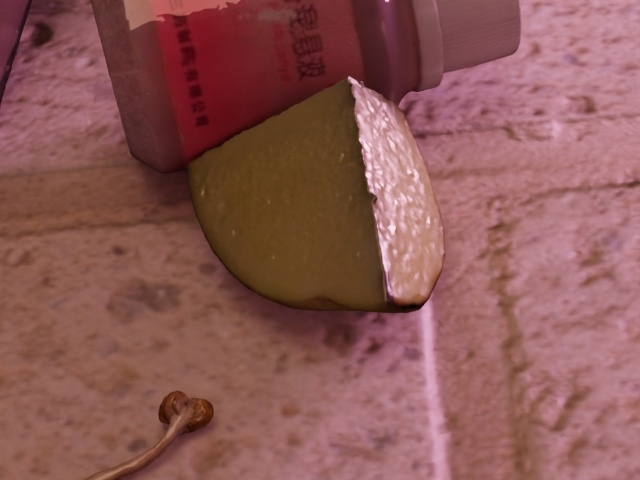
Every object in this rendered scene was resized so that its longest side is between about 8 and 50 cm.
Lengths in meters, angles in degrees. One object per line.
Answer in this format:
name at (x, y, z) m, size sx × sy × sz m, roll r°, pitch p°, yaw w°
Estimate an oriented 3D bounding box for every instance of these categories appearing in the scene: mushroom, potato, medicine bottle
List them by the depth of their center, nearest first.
mushroom at (-0.186, 0.144, 0.838) m, size 0.286 × 0.026 × 0.028 m, roll -25°, pitch 32°, yaw -13°
potato at (0.000, 0.000, 0.931) m, size 0.120 × 0.081 × 0.149 m, roll -25°, pitch 59°, yaw 27°
medicine bottle at (-0.009, -0.133, 0.991) m, size 0.247 × 0.147 × 0.147 m, roll -15°, pitch 46°, yaw -5°

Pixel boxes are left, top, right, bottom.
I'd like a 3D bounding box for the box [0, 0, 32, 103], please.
box at (-0.270, -0.216, 1.020) m, size 0.153 × 0.188 × 0.252 m, roll 10°, pitch 74°, yaw 18°
